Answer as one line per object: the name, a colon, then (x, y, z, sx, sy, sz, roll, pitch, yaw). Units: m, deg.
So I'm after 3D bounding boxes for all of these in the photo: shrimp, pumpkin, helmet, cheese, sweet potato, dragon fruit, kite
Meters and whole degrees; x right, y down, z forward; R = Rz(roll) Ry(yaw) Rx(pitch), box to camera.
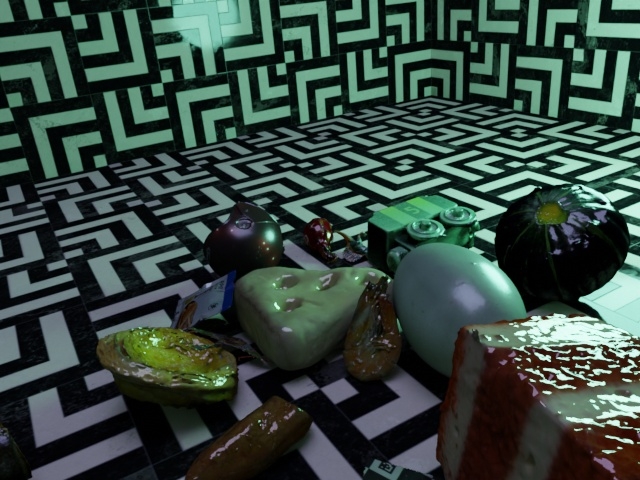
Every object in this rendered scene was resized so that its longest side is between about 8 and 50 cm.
shrimp: (0.112, 0.175, 1.132, 0.115, 0.217, 0.051, 11, -10, 17)
pumpkin: (0.566, 0.020, 1.341, 0.295, 0.296, 0.296, -4, 25, 2)
helmet: (-0.199, 0.017, 1.503, 0.215, 0.189, 0.193, -11, 48, -24)
cheese: (-0.026, 0.134, 1.292, 0.350, 0.130, 0.328, -21, 29, -31)
sweet potato: (-0.118, 0.332, 0.928, 0.251, 0.097, 0.097, -23, 30, -37)
dragon fruit: (0.000, 0.000, 1.636, 0.094, 0.094, 0.191, -9, 37, -8)
kite: (-0.201, 0.216, 1.160, 0.198, 0.006, 0.244, 21, 0, 15)
pumpkin: (-0.565, 0.354, 0.941, 0.107, 0.119, 0.183, -24, 25, -39)

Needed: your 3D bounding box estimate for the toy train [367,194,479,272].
toy train: (0.272, -0.015, 1.500, 0.299, 0.167, 0.238, -20, 33, -30)

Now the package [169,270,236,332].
package: (-0.271, 0.147, 1.299, 0.173, 0.027, 0.171, -30, 23, 10)

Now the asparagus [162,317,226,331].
asparagus: (-0.300, 0.204, 1.314, 0.165, 0.030, 0.036, -10, 2, -7)

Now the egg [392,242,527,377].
egg: (0.264, 0.128, 1.126, 0.229, 0.230, 0.371, -9, 26, -8)

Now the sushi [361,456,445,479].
sushi: (0.175, 0.408, 0.757, 0.279, 0.043, 0.192, 14, 22, 9)

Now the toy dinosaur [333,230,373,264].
toy dinosaur: (0.101, 0.023, 1.615, 0.187, 0.044, 0.106, 17, 49, 20)

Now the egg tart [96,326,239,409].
egg tart: (-0.293, 0.250, 1.087, 0.290, 0.107, 0.291, 19, 4, -1)

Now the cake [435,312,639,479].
cake: (0.334, 0.271, 0.730, 0.269, 0.270, 0.319, -1, 24, -18)
